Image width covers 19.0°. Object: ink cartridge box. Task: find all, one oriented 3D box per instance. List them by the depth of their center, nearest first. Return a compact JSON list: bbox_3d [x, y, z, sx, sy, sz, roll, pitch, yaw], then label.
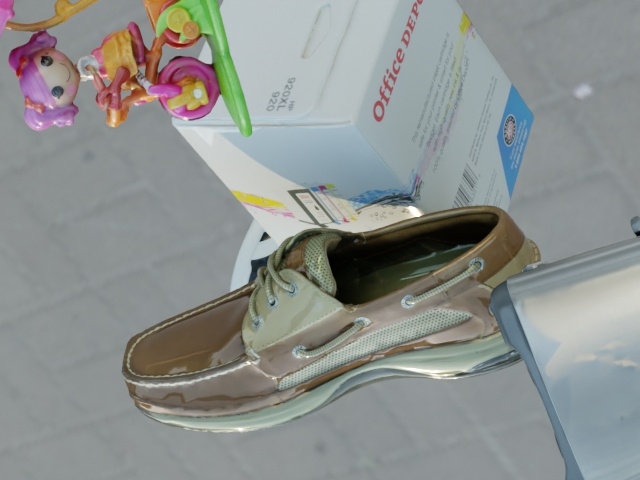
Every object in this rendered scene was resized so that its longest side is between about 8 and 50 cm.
[{"bbox_3d":[0.031,-0.093,1.491,0.168,0.171,0.233,0,147,33],"label":"ink cartridge box"}]

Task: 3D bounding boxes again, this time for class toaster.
[{"bbox_3d":[0.213,0.100,1.211,0.146,0.227,0.129,-24,160,11],"label":"toaster"}]

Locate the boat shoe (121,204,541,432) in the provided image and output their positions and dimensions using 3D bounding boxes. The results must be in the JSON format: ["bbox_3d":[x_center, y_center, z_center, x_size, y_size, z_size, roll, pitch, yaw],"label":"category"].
[{"bbox_3d":[0.006,0.043,1.390,0.324,0.122,0.120,-15,128,11],"label":"boat shoe"}]

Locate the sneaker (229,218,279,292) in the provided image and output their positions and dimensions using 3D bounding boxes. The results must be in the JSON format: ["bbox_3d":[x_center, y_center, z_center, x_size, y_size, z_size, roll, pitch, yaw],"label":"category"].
[{"bbox_3d":[0.000,0.000,1.771,0.121,0.217,0.079,18,178,19],"label":"sneaker"}]

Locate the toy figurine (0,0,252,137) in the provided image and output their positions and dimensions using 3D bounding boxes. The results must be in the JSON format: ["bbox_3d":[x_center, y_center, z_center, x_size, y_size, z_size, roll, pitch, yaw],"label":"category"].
[{"bbox_3d":[-0.143,-0.124,1.191,0.159,0.130,0.173,-18,96,-5],"label":"toy figurine"}]
